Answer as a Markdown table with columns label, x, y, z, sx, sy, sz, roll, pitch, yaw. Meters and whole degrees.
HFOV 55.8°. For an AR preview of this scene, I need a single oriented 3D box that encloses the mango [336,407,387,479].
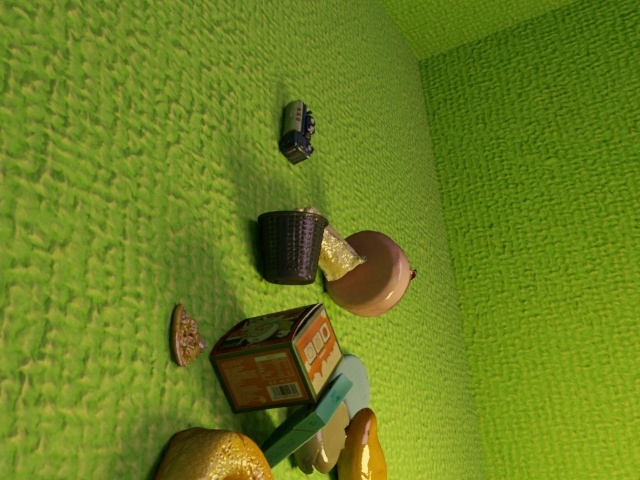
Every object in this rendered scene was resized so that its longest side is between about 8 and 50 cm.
| label | x | y | z | sx | sy | sz | roll | pitch | yaw |
| --- | --- | --- | --- | --- | --- | --- | --- | --- | --- |
| mango | 0.100 | 0.554 | 1.528 | 0.157 | 0.109 | 0.262 | -17 | 102 | -55 |

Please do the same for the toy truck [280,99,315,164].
| label | x | y | z | sx | sy | sz | roll | pitch | yaw |
| --- | --- | --- | --- | --- | --- | --- | --- | --- | --- |
| toy truck | -0.066 | -0.318 | 1.729 | 0.088 | 0.074 | 0.201 | 42 | 40 | -42 |

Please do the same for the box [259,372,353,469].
| label | x | y | z | sx | sy | sz | roll | pitch | yaw |
| --- | --- | --- | --- | --- | --- | --- | --- | --- | --- |
| box | -0.044 | 0.374 | 1.216 | 0.041 | 0.229 | 0.162 | 46 | 27 | 3 |

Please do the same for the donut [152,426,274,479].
| label | x | y | z | sx | sy | sz | roll | pitch | yaw |
| --- | --- | --- | --- | --- | --- | --- | --- | --- | --- |
| donut | -0.174 | 0.466 | 1.024 | 0.303 | 0.110 | 0.302 | 43 | 38 | -48 |

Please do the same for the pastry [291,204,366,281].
| label | x | y | z | sx | sy | sz | roll | pitch | yaw |
| --- | --- | --- | --- | --- | --- | --- | --- | --- | --- |
| pastry | -0.003 | 0.006 | 1.622 | 0.258 | 0.121 | 0.089 | 43 | 4 | -24 |

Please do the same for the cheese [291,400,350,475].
| label | x | y | z | sx | sy | sz | roll | pitch | yaw |
| --- | --- | --- | --- | --- | --- | --- | --- | --- | --- |
| cheese | -0.006 | 0.444 | 1.409 | 0.175 | 0.091 | 0.202 | 62 | 29 | -28 |

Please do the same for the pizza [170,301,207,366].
| label | x | y | z | sx | sy | sz | roll | pitch | yaw |
| --- | --- | --- | --- | --- | --- | --- | --- | --- | --- |
| pizza | -0.241 | 0.182 | 1.140 | 0.109 | 0.026 | 0.122 | 34 | 46 | -58 |

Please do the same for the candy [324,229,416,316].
| label | x | y | z | sx | sy | sz | roll | pitch | yaw |
| --- | --- | --- | --- | --- | --- | --- | --- | --- | --- |
| candy | 0.137 | 0.093 | 1.704 | 0.094 | 0.255 | 0.255 | 35 | 46 | -54 |

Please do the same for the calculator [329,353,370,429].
| label | x | y | z | sx | sy | sz | roll | pitch | yaw |
| --- | --- | --- | --- | --- | --- | --- | --- | --- | --- |
| calculator | 0.069 | 0.408 | 1.640 | 0.303 | 0.042 | 0.188 | -6 | 82 | -68 |

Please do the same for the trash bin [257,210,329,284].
| label | x | y | z | sx | sy | sz | roll | pitch | yaw |
| --- | --- | --- | --- | --- | --- | --- | --- | --- | --- |
| trash bin | -0.068 | 0.026 | 1.448 | 0.175 | 0.176 | 0.160 | 20 | 69 | -60 |

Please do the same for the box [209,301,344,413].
| label | x | y | z | sx | sy | sz | roll | pitch | yaw |
| --- | --- | --- | --- | --- | --- | --- | --- | --- | --- |
| box | -0.085 | 0.235 | 1.233 | 0.148 | 0.195 | 0.177 | 69 | 26 | -12 |
